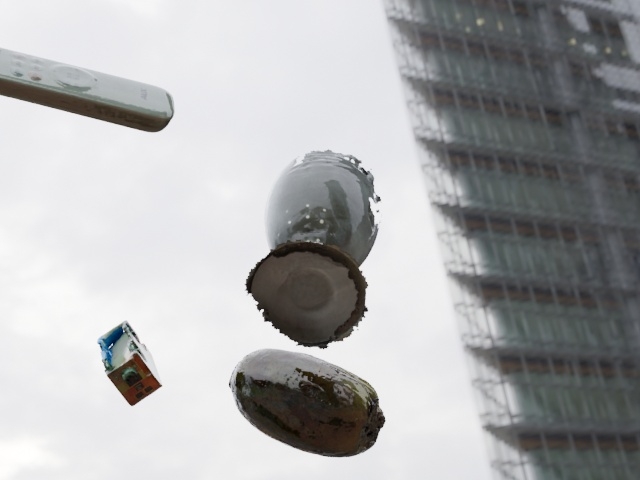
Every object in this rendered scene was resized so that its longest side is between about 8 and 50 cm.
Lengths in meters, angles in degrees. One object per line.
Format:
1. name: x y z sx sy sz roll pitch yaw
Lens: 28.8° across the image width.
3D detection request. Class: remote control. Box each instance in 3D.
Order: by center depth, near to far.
1. remote control: -0.336 -0.197 1.573 0.309 0.090 0.038 13 -57 -16

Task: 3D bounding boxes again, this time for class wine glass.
1. wine glass: -0.005 0.001 1.889 0.190 0.357 0.191 3 -63 6

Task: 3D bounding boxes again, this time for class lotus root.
1. lotus root: -0.032 0.271 2.088 0.274 0.160 0.152 18 10 29

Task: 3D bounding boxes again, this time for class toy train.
1. toy train: -0.332 0.214 2.159 0.072 0.188 0.099 -31 -66 -4
